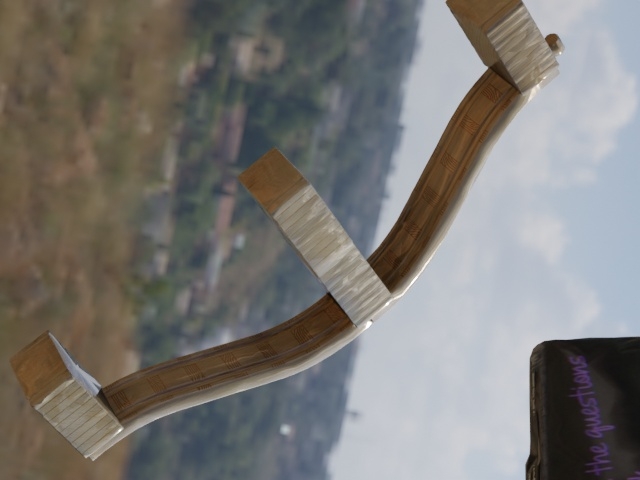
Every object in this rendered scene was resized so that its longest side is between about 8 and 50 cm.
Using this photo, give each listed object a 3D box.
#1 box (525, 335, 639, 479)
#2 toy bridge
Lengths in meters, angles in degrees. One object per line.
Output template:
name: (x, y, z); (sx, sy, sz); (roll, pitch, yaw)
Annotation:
box: (0.186, 0.121, 0.442); (0.143, 0.270, 0.165); (-81, 166, -54)
toy bridge: (0.000, 0.000, 0.572); (0.063, 0.188, 0.026); (53, -4, -40)
